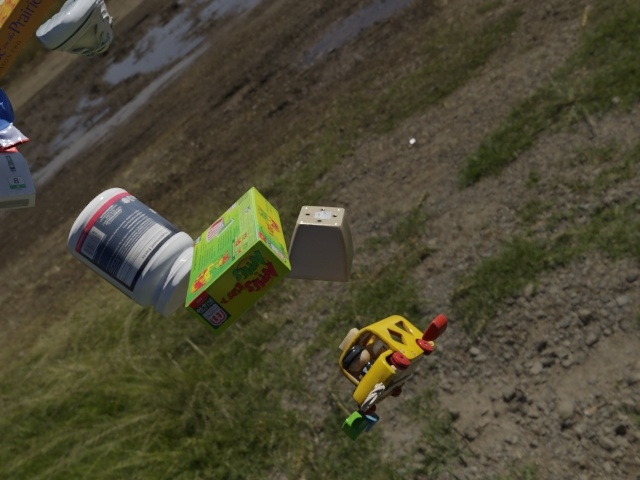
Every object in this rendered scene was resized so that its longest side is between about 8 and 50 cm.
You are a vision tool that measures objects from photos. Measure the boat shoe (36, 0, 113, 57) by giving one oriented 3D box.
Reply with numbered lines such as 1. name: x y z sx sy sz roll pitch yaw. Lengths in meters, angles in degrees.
1. boat shoe: -0.312 -0.288 0.980 0.083 0.076 0.226 -31 28 13

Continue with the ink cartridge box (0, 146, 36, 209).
1. ink cartridge box: -0.683 -0.158 1.443 0.056 0.180 0.225 -54 54 49

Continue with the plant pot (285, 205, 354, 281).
1. plant pot: 0.000 0.000 1.234 0.109 0.096 0.109 3 26 6

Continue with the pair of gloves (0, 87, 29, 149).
1. pair of gloves: -0.618 -0.196 1.256 0.198 0.159 0.023 -35 -10 -34

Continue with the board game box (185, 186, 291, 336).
1. board game box: -0.083 0.014 0.723 0.092 0.043 0.181 -42 18 8

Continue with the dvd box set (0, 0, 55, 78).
1. dvd box set: -0.676 -0.413 1.396 0.420 0.062 0.308 -49 57 12

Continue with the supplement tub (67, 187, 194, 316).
1. supplement tub: -0.407 0.027 1.640 0.191 0.272 0.191 -54 -6 -8

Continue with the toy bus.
1. toy bus: 0.080 0.173 1.057 0.104 0.202 0.191 40 64 20
